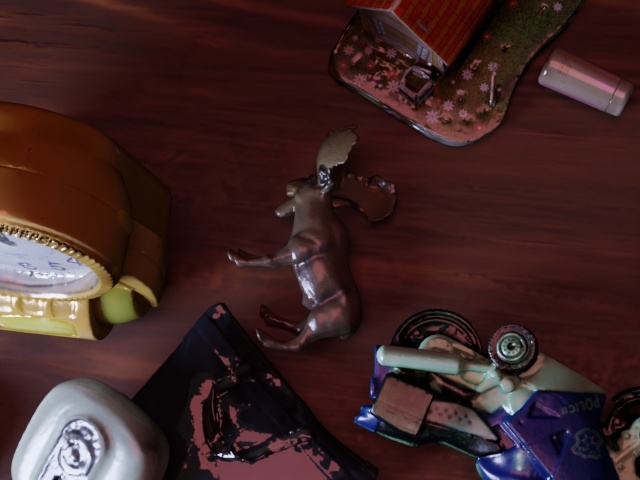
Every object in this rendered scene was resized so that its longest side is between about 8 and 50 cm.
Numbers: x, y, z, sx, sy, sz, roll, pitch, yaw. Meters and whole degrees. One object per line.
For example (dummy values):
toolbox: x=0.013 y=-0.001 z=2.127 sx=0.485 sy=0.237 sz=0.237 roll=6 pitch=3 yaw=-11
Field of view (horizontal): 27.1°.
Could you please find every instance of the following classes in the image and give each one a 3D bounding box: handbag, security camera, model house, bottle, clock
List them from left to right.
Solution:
clock: x=-0.291 y=-0.026 z=1.323 sx=0.244 sy=0.317 sz=0.200 roll=3 pitch=72 yaw=7
security camera: x=-0.266 y=0.286 z=1.338 sx=0.157 sy=0.080 sz=0.301 roll=33 pitch=102 yaw=20
handbag: x=-0.095 y=0.218 z=1.365 sx=0.211 sy=0.089 sz=0.254 roll=-43 pitch=76 yaw=2
model house: x=0.154 y=-0.270 z=1.404 sx=0.207 sy=0.154 sz=0.294 roll=33 pitch=83 yaw=13
bottle: x=0.285 y=-0.169 z=1.423 sx=0.096 sy=0.045 sz=0.045 roll=26 pitch=82 yaw=10

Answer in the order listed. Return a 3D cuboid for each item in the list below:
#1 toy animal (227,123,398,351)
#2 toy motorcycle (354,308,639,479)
toy animal: x=0.000 y=0.000 z=1.405 sx=0.186 sy=0.094 sz=0.214 roll=-20 pitch=84 yaw=7
toy motorcycle: x=0.198 y=0.194 z=1.324 sx=0.331 sy=0.125 sz=0.196 roll=21 pitch=80 yaw=6
